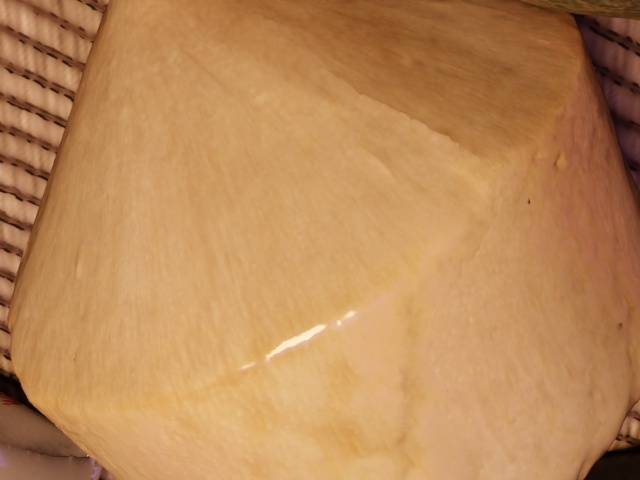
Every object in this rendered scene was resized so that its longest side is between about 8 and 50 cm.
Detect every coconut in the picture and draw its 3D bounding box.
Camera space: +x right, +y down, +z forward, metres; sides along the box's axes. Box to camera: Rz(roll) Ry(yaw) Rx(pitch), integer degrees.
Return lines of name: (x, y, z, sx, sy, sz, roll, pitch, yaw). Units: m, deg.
coconut: (0.000, 0.000, 0.593, 0.329, 0.329, 0.329, 2, 125, 2)

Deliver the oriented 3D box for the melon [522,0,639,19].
melon: (0.154, -0.201, 0.473, 0.329, 0.248, 0.248, -4, 126, 17)

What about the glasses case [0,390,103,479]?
glasses case: (-0.282, 0.101, 0.814, 0.308, 0.083, 0.128, 34, 115, -19)

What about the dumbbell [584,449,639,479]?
dumbbell: (0.254, 0.313, 0.858, 0.204, 0.204, 0.322, -26, 121, 20)
